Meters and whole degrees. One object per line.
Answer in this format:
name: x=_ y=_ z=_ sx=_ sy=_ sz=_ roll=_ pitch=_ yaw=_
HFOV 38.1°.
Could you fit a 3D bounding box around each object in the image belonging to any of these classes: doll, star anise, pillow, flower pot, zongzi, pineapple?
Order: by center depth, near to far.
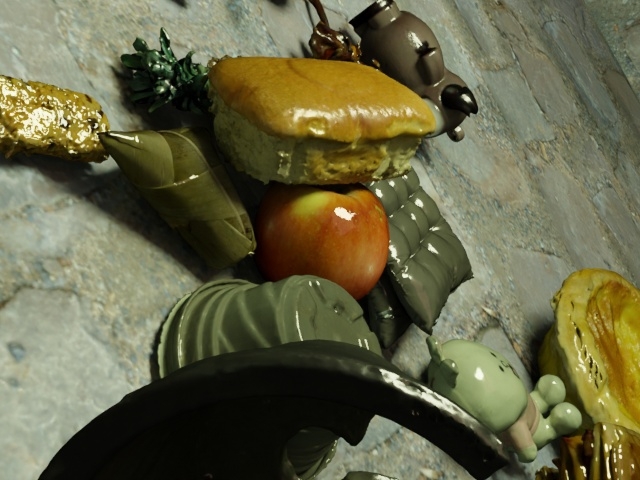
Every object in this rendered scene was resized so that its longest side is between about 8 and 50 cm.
flower pot: x=-0.023 y=0.223 z=0.707 sx=0.379 sy=0.379 sz=0.251 roll=52 pitch=13 yaw=-11
flower pot: x=-0.030 y=0.124 z=0.904 sx=0.235 sy=0.140 sz=0.236 roll=35 pitch=41 yaw=-36
zongzi: x=-0.139 y=-0.040 z=0.924 sx=0.160 sy=0.078 sz=0.176 roll=59 pitch=16 yaw=3
pineapple: x=-0.127 y=-0.182 z=1.075 sx=0.221 sy=0.083 sz=0.103 roll=2 pitch=50 yaw=-53
pillow: x=0.068 y=-0.039 z=1.216 sx=0.326 sy=0.101 sz=0.228 roll=58 pitch=29 yaw=-4
doll: x=0.223 y=0.211 z=1.216 sx=0.275 sy=0.113 sz=0.155 roll=25 pitch=27 yaw=-34
star anise: x=0.041 y=-0.267 z=1.389 sx=0.177 sy=0.073 sz=0.234 roll=47 pitch=23 yaw=-25
doll: x=0.146 y=-0.261 z=1.459 sx=0.117 sy=0.182 sz=0.257 roll=-33 pitch=99 yaw=-17

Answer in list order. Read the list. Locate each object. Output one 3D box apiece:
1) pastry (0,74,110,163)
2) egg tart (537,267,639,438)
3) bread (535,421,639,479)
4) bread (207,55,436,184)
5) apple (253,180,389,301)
pastry: x=-0.256 y=-0.111 z=0.864 sx=0.140 sy=0.056 sz=0.080 roll=-5 pitch=79 yaw=-58
egg tart: x=0.476 y=0.231 z=1.490 sx=0.387 sy=0.169 sz=0.388 roll=31 pitch=41 yaw=-31
bread: x=0.391 y=0.410 z=1.216 sx=0.324 sy=0.167 sz=0.278 roll=40 pitch=45 yaw=-42
bread: x=-0.003 y=-0.131 z=1.011 sx=0.245 sy=0.121 sz=0.174 roll=-2 pitch=24 yaw=-37
apple: x=0.000 y=0.000 z=1.040 sx=0.163 sy=0.139 sz=0.163 roll=10 pitch=22 yaw=-4
